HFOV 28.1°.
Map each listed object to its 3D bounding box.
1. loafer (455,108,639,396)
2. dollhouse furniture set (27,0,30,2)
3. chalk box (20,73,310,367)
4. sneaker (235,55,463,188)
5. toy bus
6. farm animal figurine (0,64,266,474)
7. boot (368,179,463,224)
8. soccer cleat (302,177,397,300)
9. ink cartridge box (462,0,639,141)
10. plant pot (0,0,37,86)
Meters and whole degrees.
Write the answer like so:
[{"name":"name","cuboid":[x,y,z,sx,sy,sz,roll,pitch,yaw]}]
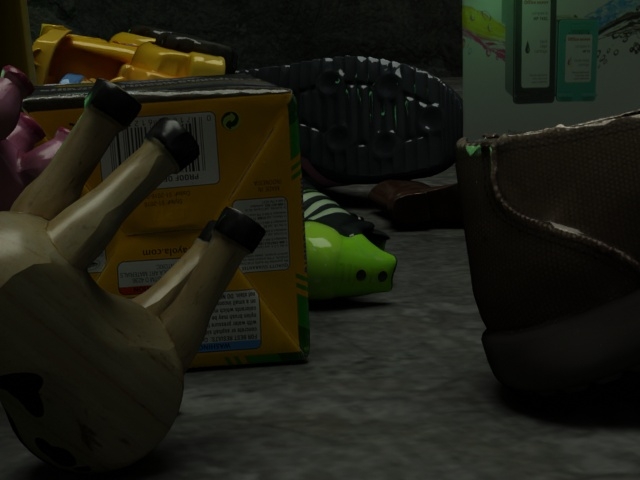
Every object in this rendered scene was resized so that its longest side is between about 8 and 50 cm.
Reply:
[{"name":"loafer","cuboid":[0.214,-0.067,0.515,0.366,0.130,0.134,-27,1,3]},{"name":"dollhouse furniture set","cuboid":[-0.402,-0.213,1.612,0.152,0.201,0.374,-8,11,-32]},{"name":"chalk box","cuboid":[-0.089,-0.019,0.681,0.132,0.132,0.213,-4,9,-9]},{"name":"sneaker","cuboid":[0.001,-0.097,1.156,0.319,0.112,0.131,5,-10,29]},{"name":"toy bus","cuboid":[-0.188,-0.112,1.024,0.211,0.149,0.220,14,7,-19]},{"name":"farm animal figurine","cuboid":[-0.187,-0.049,0.393,0.330,0.172,0.327,34,-18,8]},{"name":"boot","cuboid":[0.097,-0.033,1.015,0.106,0.037,0.114,0,5,-5]},{"name":"soccer cleat","cuboid":[0.000,0.000,0.789,0.072,0.060,0.179,6,15,-12]},{"name":"ink cartridge box","cuboid":[0.245,-0.155,0.996,0.198,0.270,0.197,-8,12,-37]},{"name":"plant pot","cuboid":[-0.336,-0.162,0.910,0.212,0.212,0.187,-6,-2,-26]}]
